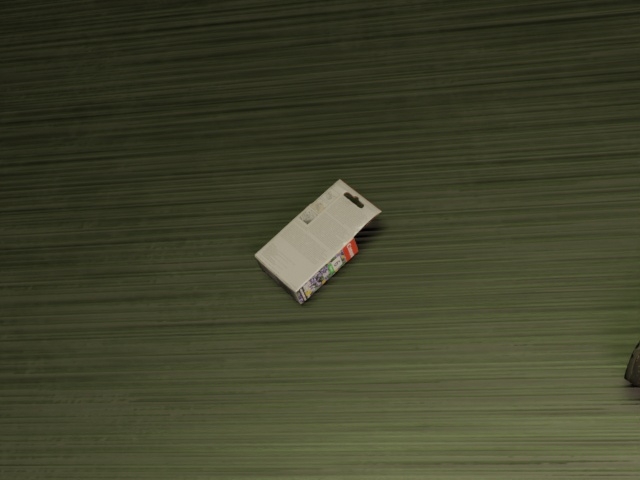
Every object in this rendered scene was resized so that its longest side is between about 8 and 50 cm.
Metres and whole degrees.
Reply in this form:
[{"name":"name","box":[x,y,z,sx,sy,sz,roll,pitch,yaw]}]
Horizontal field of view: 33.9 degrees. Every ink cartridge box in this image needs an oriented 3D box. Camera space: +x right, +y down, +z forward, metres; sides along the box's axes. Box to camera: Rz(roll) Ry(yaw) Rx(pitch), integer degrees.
[{"name":"ink cartridge box","box":[0.000,0.000,1.007,0.115,0.029,0.063,-42,59,-13]}]

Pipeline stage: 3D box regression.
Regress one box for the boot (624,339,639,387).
[{"name":"boot","box":[0.376,0.065,0.855,0.161,0.083,0.246,34,79,21]}]
